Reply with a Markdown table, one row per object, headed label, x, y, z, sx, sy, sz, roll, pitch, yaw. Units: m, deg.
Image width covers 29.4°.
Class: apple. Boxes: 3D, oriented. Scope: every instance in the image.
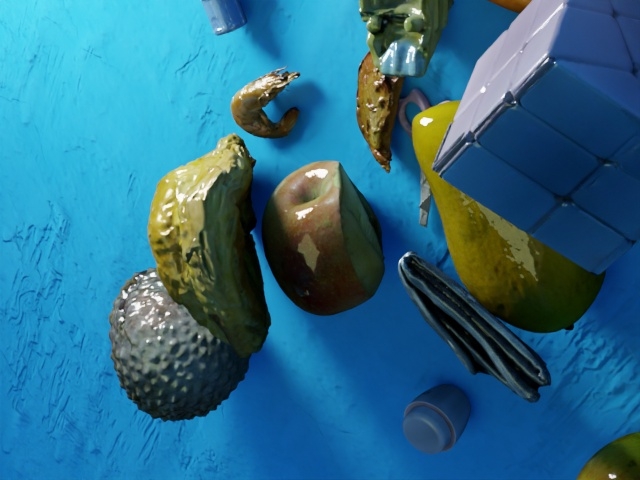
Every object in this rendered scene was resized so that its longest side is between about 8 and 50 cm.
| label | x | y | z | sx | sy | sz | roll | pitch | yaw |
| --- | --- | --- | --- | --- | --- | --- | --- | --- | --- |
| apple | 0.432 | 0.349 | 1.615 | 0.196 | 0.196 | 0.196 | 22 | 131 | 29 |
| apple | 0.000 | 0.000 | 1.757 | 0.188 | 0.173 | 0.207 | 53 | -174 | -30 |

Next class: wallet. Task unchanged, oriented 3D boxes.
| label | x | y | z | sx | sy | sz | roll | pitch | yaw |
| --- | --- | --- | --- | --- | --- | --- | --- | --- | --- |
| wallet | 0.192 | 0.117 | 1.592 | 0.237 | 0.075 | 0.342 | 45 | -179 | 8 |

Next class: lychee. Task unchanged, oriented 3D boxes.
| label | x | y | z | sx | sy | sz | roll | pitch | yaw |
| --- | --- | --- | --- | --- | --- | --- | --- | --- | --- |
| lychee | -0.242 | 0.174 | 2.030 | 0.255 | 0.255 | 0.274 | 38 | 120 | 14 |

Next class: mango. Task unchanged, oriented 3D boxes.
| label | x | y | z | sx | sy | sz | roll | pitch | yaw |
| --- | --- | --- | --- | --- | --- | --- | --- | --- | --- |
| mango | 0.247 | -0.031 | 1.536 | 0.195 | 0.142 | 0.332 | -15 | 111 | 24 |

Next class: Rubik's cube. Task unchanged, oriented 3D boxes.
| label | x | y | z | sx | sy | sz | roll | pitch | yaw |
| --- | --- | --- | --- | --- | --- | --- | --- | --- | --- |
| Rubik's cube | 0.294 | -0.142 | 1.326 | 0.231 | 0.221 | 0.225 | 32 | 138 | -7 |

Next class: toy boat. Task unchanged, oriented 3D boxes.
| label | x | y | z | sx | sy | sz | roll | pitch | yaw |
| --- | --- | --- | --- | --- | --- | --- | --- | --- | --- |
| toy boat | 0.099 | -0.344 | 1.504 | 0.111 | 0.084 | 0.276 | 11 | 121 | 39 |

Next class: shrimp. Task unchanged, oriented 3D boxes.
| label | x | y | z | sx | sy | sz | roll | pitch | yaw |
| --- | --- | --- | --- | --- | --- | --- | --- | --- | --- |
| shrimp | -0.070 | -0.195 | 1.778 | 0.162 | 0.045 | 0.095 | -27 | 99 | 46 |

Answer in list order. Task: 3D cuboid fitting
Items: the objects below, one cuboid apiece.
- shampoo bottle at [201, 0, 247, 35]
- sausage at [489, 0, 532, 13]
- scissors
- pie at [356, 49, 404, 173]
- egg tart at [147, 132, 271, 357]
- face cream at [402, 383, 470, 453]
| label | x | y | z | sx | sy | sz | roll | pitch | yaw |
| --- | --- | --- | --- | --- | --- | --- | --- | --- | --- |
| shampoo bottle | -0.171 | -0.414 | 1.702 | 0.103 | 0.061 | 0.258 | -5 | 115 | 42 |
| sausage | 0.250 | -0.292 | 1.426 | 0.183 | 0.054 | 0.062 | 30 | 93 | 26 |
| scissors | 0.145 | -0.105 | 1.669 | 0.110 | 0.021 | 0.212 | 26 | 130 | 31 |
| pie | 0.075 | -0.187 | 1.659 | 0.088 | 0.033 | 0.191 | 42 | 138 | 39 |
| egg tart | -0.156 | 0.013 | 1.792 | 0.153 | 0.351 | 0.340 | -6 | 118 | 5 |
| face cream | 0.177 | 0.269 | 1.847 | 0.091 | 0.095 | 0.091 | 22 | 130 | 28 |
